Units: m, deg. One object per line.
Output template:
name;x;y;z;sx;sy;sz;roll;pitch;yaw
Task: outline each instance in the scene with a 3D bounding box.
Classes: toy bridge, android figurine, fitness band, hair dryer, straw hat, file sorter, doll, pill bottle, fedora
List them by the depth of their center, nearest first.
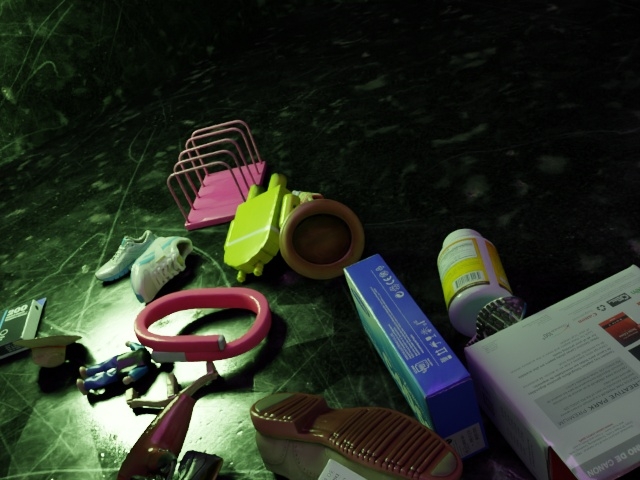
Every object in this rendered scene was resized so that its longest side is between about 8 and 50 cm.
hair dryer;-0.247;0.355;0.958;0.223;0.080;0.293;-43;20;21
pill bottle;0.284;0.071;1.141;0.117;0.117;0.215;-12;33;10
toy bridge;-0.288;0.290;1.195;0.188;0.026;0.063;-19;35;0
doll;-0.409;0.259;1.283;0.189;0.046;0.129;-18;34;2
fitness band;-0.248;0.170;1.289;0.291;0.054;0.209;-2;29;11
straw hat;-0.609;0.254;1.374;0.144;0.144;0.061;-12;75;12
fedora;0.000;0.000;1.390;0.194;0.194;0.079;-27;-2;-12
android figurine;-0.149;-0.029;1.483;0.248;0.056;0.273;-22;48;40
file sorter;-0.296;-0.200;1.774;0.202;0.182;0.290;-12;34;12

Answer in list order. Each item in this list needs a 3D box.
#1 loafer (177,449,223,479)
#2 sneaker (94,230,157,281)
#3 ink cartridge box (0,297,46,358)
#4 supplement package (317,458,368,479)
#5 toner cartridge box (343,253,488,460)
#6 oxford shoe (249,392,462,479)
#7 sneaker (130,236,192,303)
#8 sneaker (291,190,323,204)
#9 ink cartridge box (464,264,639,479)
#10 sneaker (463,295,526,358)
loafer;-0.201;0.402;0.958;0.061;0.062;0.170;-5;36;13
sneaker;-0.522;0.035;1.637;0.191;0.083;0.071;-34;37;-20
ink cartridge box;-0.811;0.226;1.539;0.206;0.045;0.208;-21;32;0
supplement package;0.034;0.410;0.640;0.145;0.204;0.262;14;60;40
toner cartridge box;0.146;0.180;1.009;0.075;0.165;0.348;-23;32;-6
oxford shoe;0.047;0.321;0.900;0.348;0.130;0.123;5;15;40
sneaker;-0.395;0.065;1.526;0.092;0.087;0.228;-5;37;17
sneaker;-0.037;-0.063;1.539;0.094;0.081;0.208;-2;39;10
ink cartridge box;0.411;0.210;0.861;0.309;0.130;0.272;-24;35;-7
sneaker;0.292;0.144;1.005;0.073;0.162;0.063;-21;56;-35
